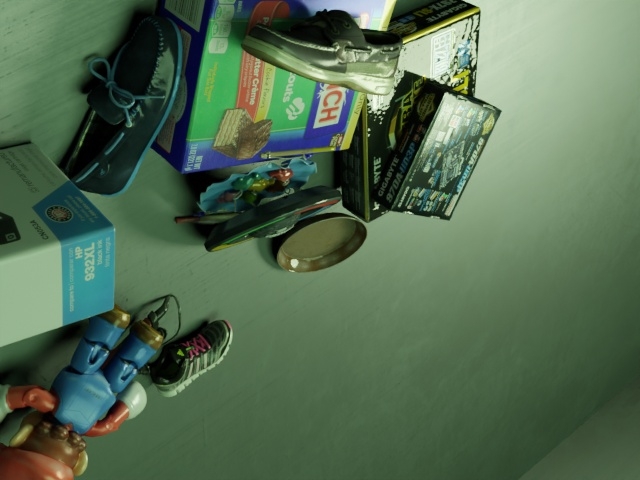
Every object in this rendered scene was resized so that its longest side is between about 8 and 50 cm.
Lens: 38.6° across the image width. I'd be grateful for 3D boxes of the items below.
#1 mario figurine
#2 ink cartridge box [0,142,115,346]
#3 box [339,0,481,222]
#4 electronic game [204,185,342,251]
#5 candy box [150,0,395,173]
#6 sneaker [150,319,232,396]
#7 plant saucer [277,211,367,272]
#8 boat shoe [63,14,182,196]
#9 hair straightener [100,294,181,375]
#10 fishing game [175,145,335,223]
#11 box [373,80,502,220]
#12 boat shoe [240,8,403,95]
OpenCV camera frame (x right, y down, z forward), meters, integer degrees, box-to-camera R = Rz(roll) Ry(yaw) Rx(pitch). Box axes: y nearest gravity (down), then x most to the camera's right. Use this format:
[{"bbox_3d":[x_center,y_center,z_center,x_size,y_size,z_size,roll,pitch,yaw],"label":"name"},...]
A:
[{"bbox_3d":[-0.388,0.239,1.385,0.320,0.198,0.170,-55,174,-8],"label":"mario figurine"},{"bbox_3d":[-0.424,0.018,1.043,0.307,0.223,0.129,-19,134,-36],"label":"ink cartridge box"},{"bbox_3d":[0.150,-0.220,1.547,0.257,0.079,0.322,-29,135,-29],"label":"box"},{"bbox_3d":[-0.074,-0.031,1.429,0.229,0.048,0.229,-21,178,-1],"label":"electronic game"},{"bbox_3d":[-0.070,-0.247,1.266,0.317,0.122,0.268,-14,132,-41],"label":"candy box"},{"bbox_3d":[-0.224,0.197,1.564,0.170,0.063,0.075,-41,151,-3],"label":"sneaker"},{"bbox_3d":[0.000,0.000,1.611,0.168,0.029,0.168,-15,149,-9],"label":"plant saucer"},{"bbox_3d":[-0.253,-0.164,1.163,0.089,0.109,0.258,2,119,-44],"label":"boat shoe"},{"bbox_3d":[-0.306,0.184,1.491,0.230,0.047,0.089,-51,145,-5],"label":"hair straightener"},{"bbox_3d":[-0.091,-0.072,1.363,0.189,0.041,0.264,-8,164,-44],"label":"fishing game"},{"bbox_3d":[0.200,-0.146,1.551,0.175,0.051,0.220,6,114,-47],"label":"box"},{"bbox_3d":[0.012,-0.250,1.166,0.285,0.103,0.092,1,115,-52],"label":"boat shoe"}]
